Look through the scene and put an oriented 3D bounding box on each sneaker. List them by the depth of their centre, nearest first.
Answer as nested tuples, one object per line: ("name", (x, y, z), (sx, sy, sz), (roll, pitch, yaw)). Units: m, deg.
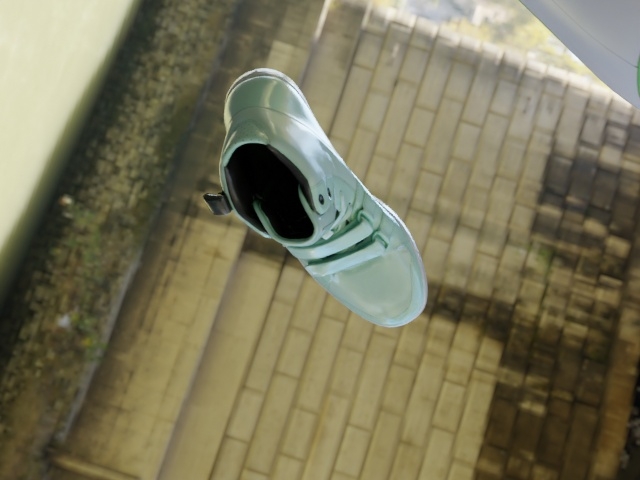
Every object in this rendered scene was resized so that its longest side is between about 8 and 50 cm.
("sneaker", (-0.001, 0.000, 0.864), (0.094, 0.256, 0.151), (-29, -157, 18))

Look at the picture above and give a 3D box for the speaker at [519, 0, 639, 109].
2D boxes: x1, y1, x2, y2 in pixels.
("speaker", (0.085, -0.167, 0.404), (0.296, 0.131, 0.131), (54, -35, 32))
